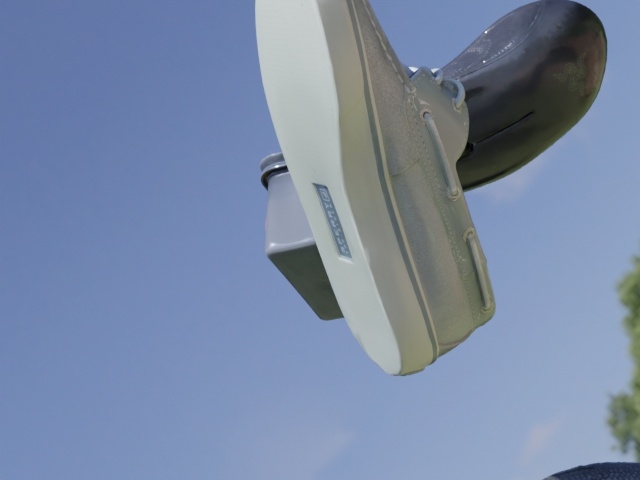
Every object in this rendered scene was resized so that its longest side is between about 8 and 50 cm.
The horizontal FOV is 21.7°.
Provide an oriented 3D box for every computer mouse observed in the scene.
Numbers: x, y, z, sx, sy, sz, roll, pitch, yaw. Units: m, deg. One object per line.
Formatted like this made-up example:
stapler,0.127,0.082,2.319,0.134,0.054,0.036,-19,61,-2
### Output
computer mouse,0.149,-0.099,1.481,0.272,0.072,0.188,-40,-59,10

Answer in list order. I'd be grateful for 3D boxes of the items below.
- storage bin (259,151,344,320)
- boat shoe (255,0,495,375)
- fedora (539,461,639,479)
storage bin,0.000,0.000,1.368,0.098,0.091,0.135,-12,-41,25
boat shoe,0.033,-0.046,0.815,0.081,0.079,0.227,-26,-65,-22
fedora,0.246,0.348,1.448,0.334,0.334,0.152,-46,3,0
